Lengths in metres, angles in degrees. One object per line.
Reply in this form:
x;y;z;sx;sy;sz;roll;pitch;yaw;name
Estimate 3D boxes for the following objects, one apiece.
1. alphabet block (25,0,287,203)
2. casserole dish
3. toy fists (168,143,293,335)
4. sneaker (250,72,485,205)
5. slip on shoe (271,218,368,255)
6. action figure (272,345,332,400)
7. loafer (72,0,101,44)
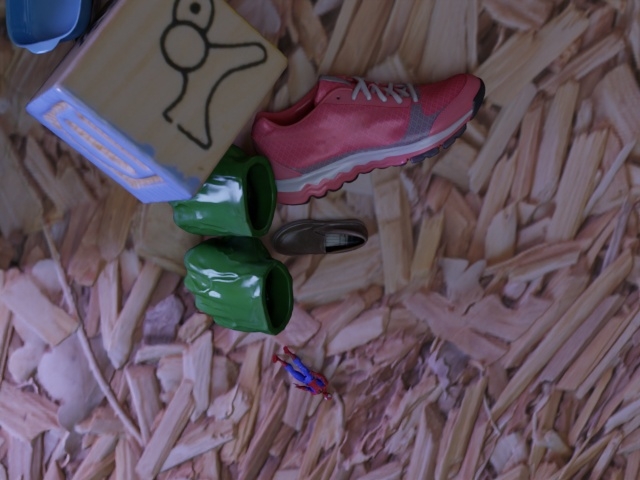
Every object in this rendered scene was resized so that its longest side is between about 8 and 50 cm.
-0.189;-0.176;1.036;0.192;0.193;0.197;41;73;-24;alphabet block
-0.306;-0.302;1.036;0.114;0.037;0.189;-6;84;26;casserole dish
-0.121;-0.004;1.205;0.142;0.096;0.279;9;123;29;toy fists
0.056;-0.158;1.158;0.313;0.116;0.136;-23;116;5;sneaker
0.000;0.000;1.271;0.135;0.041;0.052;-3;117;-5;slip on shoe
-0.023;0.208;1.381;0.038;0.030;0.115;-43;116;9;action figure
-0.285;-0.289;1.092;0.045;0.039;0.125;0;117;-6;loafer
